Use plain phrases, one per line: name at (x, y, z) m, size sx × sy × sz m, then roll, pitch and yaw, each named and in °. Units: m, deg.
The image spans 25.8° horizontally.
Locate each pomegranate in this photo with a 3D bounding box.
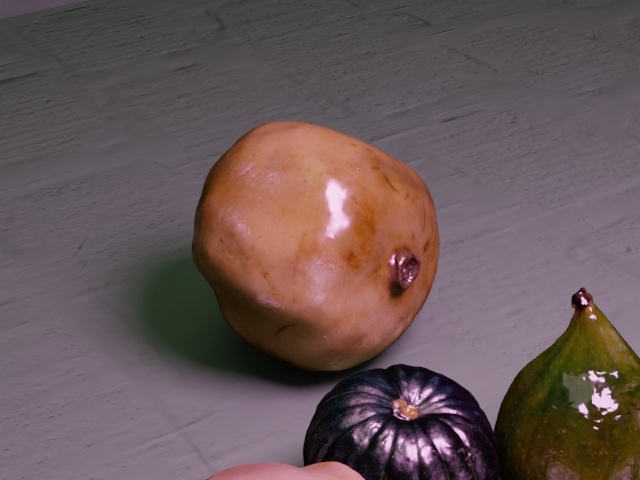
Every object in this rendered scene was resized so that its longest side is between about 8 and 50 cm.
pomegranate at (0.000, 0.000, 1.799) m, size 0.332 × 0.332 × 0.332 m, roll -2°, pitch 28°, yaw 1°

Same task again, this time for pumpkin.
pumpkin at (0.088, 0.236, 1.528) m, size 0.220 × 0.162 × 0.220 m, roll 2°, pitch 38°, yaw -2°

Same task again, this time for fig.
fig at (0.298, 0.176, 1.540) m, size 0.203 × 0.235 × 0.203 m, roll 6°, pitch 25°, yaw -3°

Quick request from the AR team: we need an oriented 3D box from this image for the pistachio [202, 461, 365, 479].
pistachio at (-0.013, 0.320, 1.343) m, size 0.214 × 0.193 × 0.318 m, roll -50°, pitch 39°, yaw -16°
